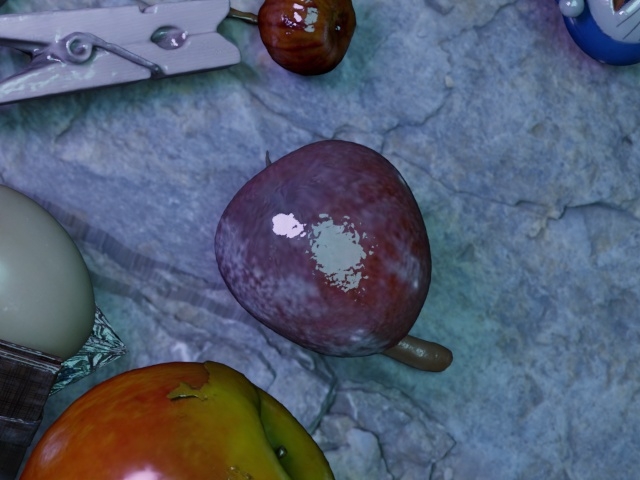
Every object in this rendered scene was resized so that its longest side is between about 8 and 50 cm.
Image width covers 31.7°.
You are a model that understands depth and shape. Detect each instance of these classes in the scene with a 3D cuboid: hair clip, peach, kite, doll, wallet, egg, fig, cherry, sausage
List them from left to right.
[{"bbox_3d":[-0.355,0.178,1.183,0.124,0.230,0.042,18,41,-15],"label":"wallet"},{"bbox_3d":[-0.351,0.041,1.203,0.242,0.186,0.186,43,76,-6],"label":"egg"},{"bbox_3d":[-0.298,0.112,1.305,0.157,0.011,0.139,11,79,-15],"label":"kite"},{"bbox_3d":[-0.254,-0.218,1.289,0.331,0.085,0.101,-11,93,-24],"label":"hair clip"},{"bbox_3d":[-0.165,0.310,1.160,0.370,0.370,0.370,2,84,-15],"label":"peach"},{"bbox_3d":[-0.029,-0.255,1.363,0.150,0.128,0.128,-25,92,12],"label":"fig"},{"bbox_3d":[0.000,0.000,1.287,0.236,0.213,0.285,-35,67,9],"label":"cherry"},{"bbox_3d":[0.078,0.118,1.390,0.186,0.043,0.043,25,79,-12],"label":"sausage"},{"bbox_3d":[0.360,-0.349,1.454,0.257,0.161,0.215,39,61,-7],"label":"doll"}]

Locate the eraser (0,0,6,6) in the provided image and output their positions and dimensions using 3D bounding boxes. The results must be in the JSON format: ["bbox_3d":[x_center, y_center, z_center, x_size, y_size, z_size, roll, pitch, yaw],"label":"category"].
[{"bbox_3d":[-0.460,-0.231,1.266,0.089,0.061,0.352,42,75,-8],"label":"eraser"}]
